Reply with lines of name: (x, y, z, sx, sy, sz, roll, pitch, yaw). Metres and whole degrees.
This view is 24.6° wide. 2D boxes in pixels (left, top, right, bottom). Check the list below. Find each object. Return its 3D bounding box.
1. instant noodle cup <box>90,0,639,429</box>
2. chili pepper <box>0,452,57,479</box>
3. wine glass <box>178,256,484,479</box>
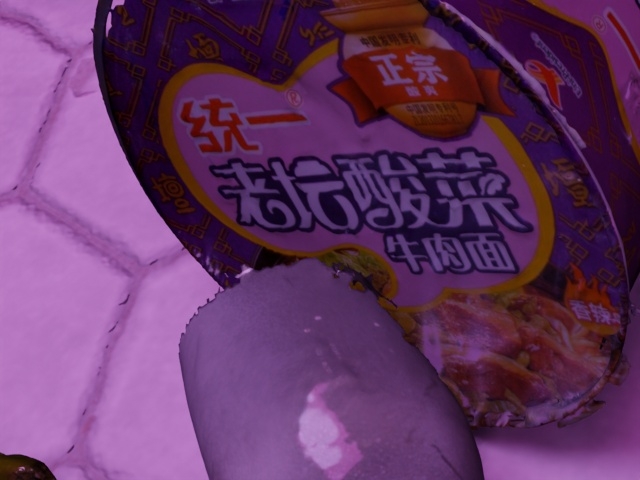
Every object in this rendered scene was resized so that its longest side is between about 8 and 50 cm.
instant noodle cup: (0.084, -0.098, 0.831, 0.339, 0.340, 0.266, 18, 50, 34)
chili pepper: (-0.242, 0.129, 0.940, 0.201, 0.052, 0.050, 22, 93, 33)
wine glass: (0.031, 0.159, 0.698, 0.143, 0.143, 0.321, -26, 59, 2)
